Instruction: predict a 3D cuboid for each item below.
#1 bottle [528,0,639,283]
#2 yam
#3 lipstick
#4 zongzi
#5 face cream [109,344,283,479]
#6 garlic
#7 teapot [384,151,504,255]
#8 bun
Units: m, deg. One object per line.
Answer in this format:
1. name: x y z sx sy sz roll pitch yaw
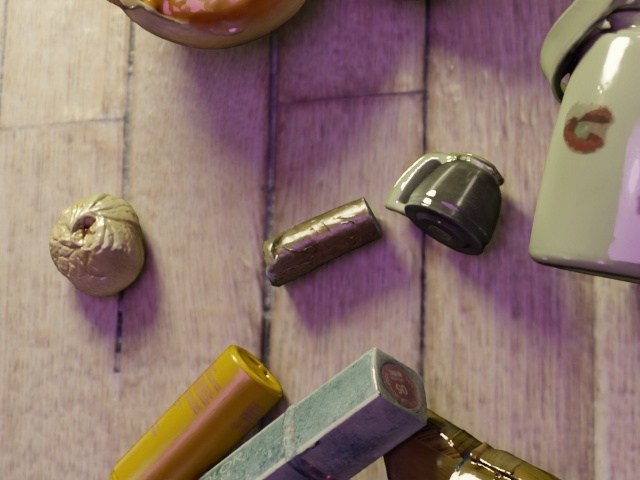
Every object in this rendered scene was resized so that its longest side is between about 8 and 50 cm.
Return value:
1. bottle: 0.316 -0.133 1.607 0.229 0.229 0.351 8 89 23
2. yam: 0.000 0.000 1.802 0.132 0.054 0.054 -25 72 15
3. lipstick: -0.022 0.217 1.708 0.290 0.076 0.077 -38 35 28
4. zongzi: 0.096 0.300 1.681 0.289 0.123 0.260 24 93 38
5. face cream: -0.158 0.230 1.804 0.273 0.078 0.078 -46 67 7
6. garlic: -0.130 -0.364 1.841 0.286 0.249 0.313 32 80 42
7. teapot: 0.131 -0.050 1.743 0.124 0.092 0.091 28 74 17
8. bun: -0.248 0.004 1.889 0.115 0.069 0.115 -4 79 22
